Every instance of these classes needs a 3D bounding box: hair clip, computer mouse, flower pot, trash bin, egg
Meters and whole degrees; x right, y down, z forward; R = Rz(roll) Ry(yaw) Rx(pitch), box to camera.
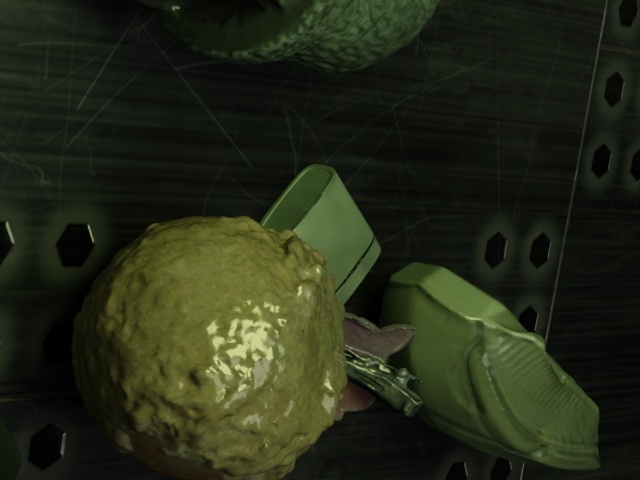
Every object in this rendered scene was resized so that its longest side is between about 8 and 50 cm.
[{"bbox_3d":[0.026,0.143,1.883,0.056,0.187,0.146,-78,-169,-61],"label":"hair clip"},{"bbox_3d":[0.191,0.180,2.023,0.145,0.228,0.429,-57,138,-12],"label":"computer mouse"},{"bbox_3d":[-0.033,-0.311,1.575,0.283,0.299,0.299,9,95,-54],"label":"flower pot"},{"bbox_3d":[0.000,0.000,1.877,0.116,0.059,0.130,-53,133,-25],"label":"trash bin"},{"bbox_3d":[-0.105,0.100,1.624,0.310,0.279,0.279,-84,162,-59],"label":"egg"}]

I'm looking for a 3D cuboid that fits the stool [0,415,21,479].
[{"bbox_3d":[-0.387,0.195,1.451,0.232,0.141,0.232,-18,116,-44],"label":"stool"}]
